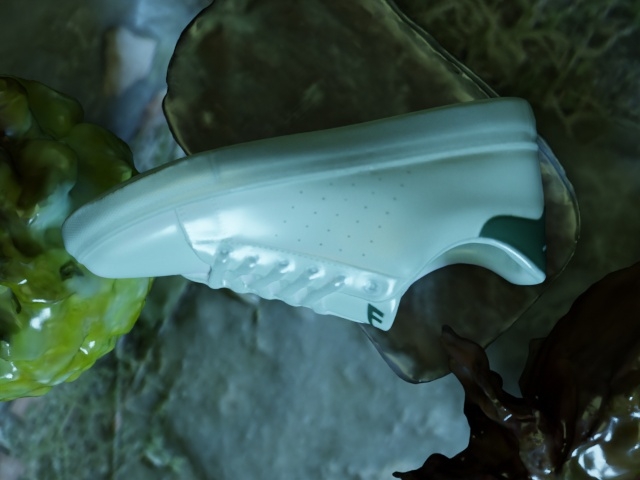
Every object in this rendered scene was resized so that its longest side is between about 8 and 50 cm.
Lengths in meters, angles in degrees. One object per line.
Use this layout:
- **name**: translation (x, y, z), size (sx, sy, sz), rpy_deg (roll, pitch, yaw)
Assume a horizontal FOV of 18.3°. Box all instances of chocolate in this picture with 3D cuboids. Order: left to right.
- **chocolate**: translation (0.027, -0.046, 1.162), size (0.157, 0.080, 0.254), rpy_deg (-43, 85, -7)

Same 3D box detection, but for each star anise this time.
- **star anise**: translation (0.158, 0.167, 1.095), size (0.237, 0.148, 0.346), rpy_deg (1, 90, -22)

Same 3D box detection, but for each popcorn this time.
- **popcorn**: translation (-0.192, -0.013, 1.148), size (0.198, 0.212, 0.198), rpy_deg (-1, 53, 1)

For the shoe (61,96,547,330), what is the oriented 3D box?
- **shoe**: translation (0.000, 0.000, 1.067), size (0.265, 0.095, 0.110), rpy_deg (-15, 83, -6)
